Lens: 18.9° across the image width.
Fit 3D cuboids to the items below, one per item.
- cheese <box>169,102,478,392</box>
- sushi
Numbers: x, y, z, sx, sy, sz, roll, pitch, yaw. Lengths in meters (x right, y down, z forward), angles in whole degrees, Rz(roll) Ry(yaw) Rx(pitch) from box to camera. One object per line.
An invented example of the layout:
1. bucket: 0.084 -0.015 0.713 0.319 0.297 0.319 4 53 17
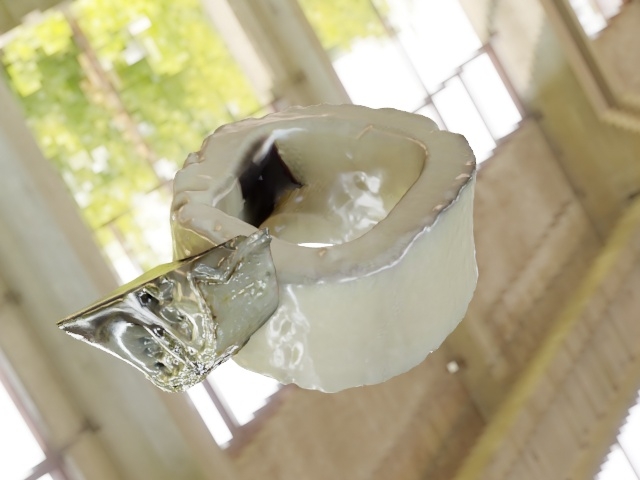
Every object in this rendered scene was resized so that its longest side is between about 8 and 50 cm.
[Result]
1. cheese: -0.002 0.002 1.862 0.292 0.153 0.332 7 -150 17
2. sushi: -0.097 0.066 1.674 0.134 0.109 0.273 -31 -174 -40
